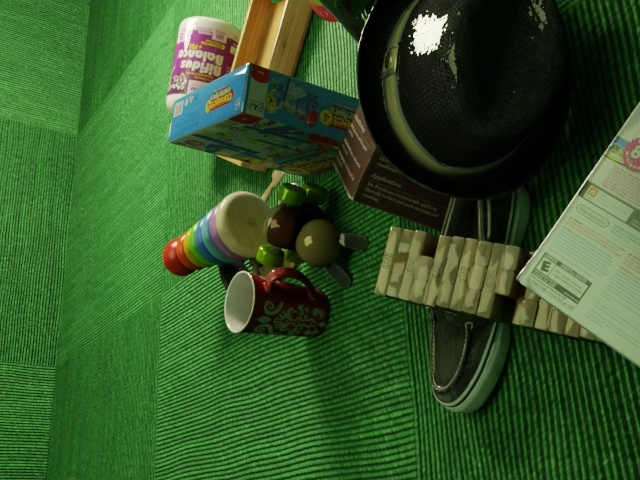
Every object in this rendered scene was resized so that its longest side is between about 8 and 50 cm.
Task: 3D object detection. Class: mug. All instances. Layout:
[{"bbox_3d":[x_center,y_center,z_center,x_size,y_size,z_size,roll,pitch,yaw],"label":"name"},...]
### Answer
[{"bbox_3d":[-0.067,0.121,1.375,0.150,0.169,0.113,-21,62,52],"label":"mug"}]

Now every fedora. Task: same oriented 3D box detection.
[{"bbox_3d":[0.206,-0.221,0.924,0.152,0.333,0.334,161,118,-76],"label":"fedora"}]

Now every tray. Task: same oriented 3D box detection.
[{"bbox_3d":[-0.138,-0.379,1.746,0.202,0.076,0.411,28,104,56],"label":"tray"}]

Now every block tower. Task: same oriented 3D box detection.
[{"bbox_3d":[0.237,0.056,0.885,0.335,0.091,0.097,12,86,33],"label":"block tower"}]

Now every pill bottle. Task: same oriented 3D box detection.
[{"bbox_3d":[-0.297,-0.393,1.905,0.169,0.169,0.302,-1,79,57],"label":"pill bottle"}]

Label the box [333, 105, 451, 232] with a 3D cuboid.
[{"bbox_3d":[0.143,-0.148,1.112,0.167,0.168,0.203,-108,41,-64],"label":"box"}]

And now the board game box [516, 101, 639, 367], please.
[{"bbox_3d":[0.368,-0.022,0.705,0.224,0.097,0.303,39,104,31],"label":"board game box"}]

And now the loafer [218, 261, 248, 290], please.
[{"bbox_3d":[-0.200,0.075,1.712,0.170,0.062,0.061,-108,23,-46],"label":"loafer"}]

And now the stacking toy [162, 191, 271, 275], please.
[{"bbox_3d":[-0.239,0.010,1.642,0.330,0.141,0.141,-25,59,48],"label":"stacking toy"}]

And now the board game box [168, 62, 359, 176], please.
[{"bbox_3d":[-0.076,-0.206,1.377,0.308,0.301,0.086,-5,76,57],"label":"board game box"}]

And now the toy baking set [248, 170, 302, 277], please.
[{"bbox_3d":[-0.094,-0.026,1.602,0.196,0.030,0.256,-26,64,44],"label":"toy baking set"}]

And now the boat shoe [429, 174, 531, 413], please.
[{"bbox_3d":[0.191,0.067,1.040,0.121,0.119,0.336,6,85,58],"label":"boat shoe"}]

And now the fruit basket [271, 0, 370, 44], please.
[{"bbox_3d":[0.006,-0.494,1.329,0.165,0.353,0.327,-34,49,26],"label":"fruit basket"}]

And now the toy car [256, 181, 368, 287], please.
[{"bbox_3d":[0.000,0.000,1.392,0.188,0.149,0.155,29,109,27],"label":"toy car"}]
